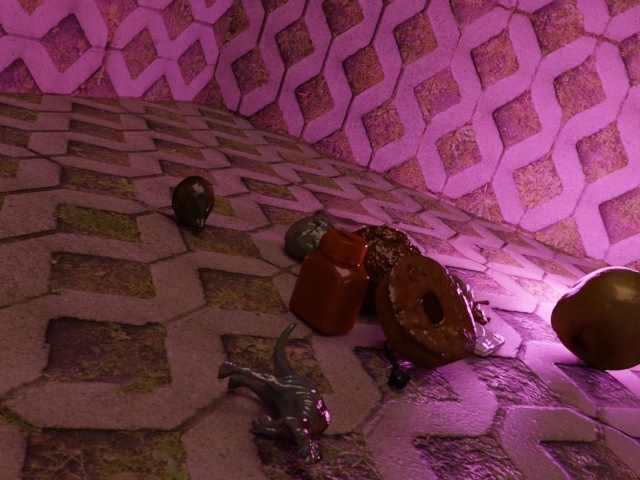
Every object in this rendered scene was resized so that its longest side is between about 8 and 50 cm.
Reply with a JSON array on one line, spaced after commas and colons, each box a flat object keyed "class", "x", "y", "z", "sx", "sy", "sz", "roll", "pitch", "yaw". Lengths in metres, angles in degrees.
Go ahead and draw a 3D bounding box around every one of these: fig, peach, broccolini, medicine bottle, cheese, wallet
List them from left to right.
[{"class": "fig", "x": -0.368, "y": -0.106, "z": 1.962, "sx": 0.127, "sy": 0.132, "sz": 0.185, "roll": 52, "pitch": 11, "yaw": -20}, {"class": "medicine bottle", "x": 0.030, "y": 0.093, "z": 1.612, "sx": 0.112, "sy": 0.222, "sz": 0.149, "roll": 2, "pitch": 23, "yaw": -45}, {"class": "cheese", "x": 0.106, "y": -0.024, "z": 2.338, "sx": 0.286, "sy": 0.082, "sz": 0.163, "roll": 17, "pitch": 17, "yaw": -17}, {"class": "broccolini", "x": 0.166, "y": 0.270, "z": 1.525, "sx": 0.044, "sy": 0.042, "sz": 0.218, "roll": 19, "pitch": 15, "yaw": -4}, {"class": "wallet", "x": 0.423, "y": 0.262, "z": 1.854, "sx": 0.124, "sy": 0.032, "sz": 0.182, "roll": 31, "pitch": 19, "yaw": 28}, {"class": "peach", "x": 0.842, "y": 0.230, "z": 1.981, "sx": 0.282, "sy": 0.314, "sz": 0.315, "roll": 58, "pitch": 27, "yaw": 11}]

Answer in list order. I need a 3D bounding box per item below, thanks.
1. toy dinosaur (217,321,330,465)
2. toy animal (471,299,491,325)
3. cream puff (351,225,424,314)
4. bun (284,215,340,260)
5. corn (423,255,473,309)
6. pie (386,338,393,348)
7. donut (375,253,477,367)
[{"class": "toy dinosaur", "x": -0.075, "y": 0.257, "z": 1.204, "sx": 0.205, "sy": 0.092, "sz": 0.393, "roll": 19, "pitch": 15, "yaw": 0}, {"class": "toy animal", "x": 0.447, "y": 0.189, "z": 2.065, "sx": 0.099, "sy": 0.057, "sz": 0.241, "roll": 10, "pitch": 19, "yaw": -27}, {"class": "cream puff", "x": 0.166, "y": 0.072, "z": 1.853, "sx": 0.302, "sy": 0.212, "sz": 0.303, "roll": 18, "pitch": 18, "yaw": -6}, {"class": "bun", "x": 0.000, "y": 0.000, "z": 2.054, "sx": 0.212, "sy": 0.127, "sz": 0.204, "roll": 22, "pitch": 18, "yaw": 5}, {"class": "corn", "x": 0.343, "y": 0.127, "z": 2.045, "sx": 0.126, "sy": 0.127, "sz": 0.335, "roll": 13, "pitch": 16, "yaw": -20}, {"class": "pie", "x": 0.199, "y": 0.251, "z": 1.658, "sx": 0.085, "sy": 0.017, "sz": 0.085, "roll": 16, "pitch": 16, "yaw": -5}, {"class": "donut", "x": 0.240, "y": 0.176, "z": 1.622, "sx": 0.277, "sy": 0.108, "sz": 0.278, "roll": 25, "pitch": 45, "yaw": -27}]
